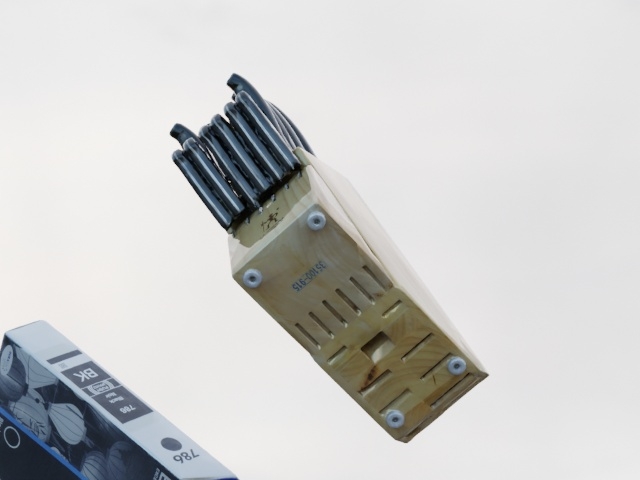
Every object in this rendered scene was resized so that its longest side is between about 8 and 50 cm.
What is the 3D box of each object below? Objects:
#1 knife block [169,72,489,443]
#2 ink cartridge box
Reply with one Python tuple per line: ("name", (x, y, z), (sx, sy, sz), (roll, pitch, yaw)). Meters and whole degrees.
("knife block", (0.000, 0.000, 1.458), (0.088, 0.242, 0.276), (-41, -71, 12))
("ink cartridge box", (-0.205, 0.236, 1.840), (0.332, 0.165, 0.065), (34, 31, 27))
